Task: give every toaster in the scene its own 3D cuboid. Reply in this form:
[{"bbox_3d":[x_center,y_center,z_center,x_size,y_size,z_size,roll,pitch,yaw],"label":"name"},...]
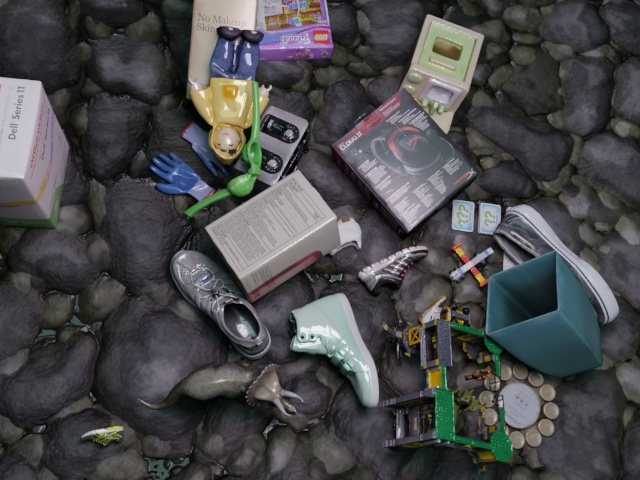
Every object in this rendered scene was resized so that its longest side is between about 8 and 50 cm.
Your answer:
[{"bbox_3d":[-0.104,-0.185,1.509,0.110,0.186,0.168,27,78,3],"label":"toaster"}]

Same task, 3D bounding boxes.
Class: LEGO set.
[{"bbox_3d":[0.391,0.023,1.578,0.182,0.060,0.244,9,71,-3],"label":"LEGO set"},{"bbox_3d":[0.247,0.316,1.425,0.254,0.192,0.331,10,65,-32],"label":"LEGO set"}]

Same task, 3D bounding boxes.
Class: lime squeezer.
[{"bbox_3d":[-0.163,-0.161,1.396,0.110,0.058,0.310,37,104,37],"label":"lime squeezer"}]

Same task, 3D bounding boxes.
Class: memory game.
[{"bbox_3d":[0.434,0.361,1.500,0.186,0.012,0.186,3,72,-9],"label":"memory game"}]

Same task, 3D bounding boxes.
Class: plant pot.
[{"bbox_3d":[0.488,0.178,1.454,0.234,0.165,0.165,43,41,-25],"label":"plant pot"}]

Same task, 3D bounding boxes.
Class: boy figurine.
[{"bbox_3d":[-0.197,-0.304,1.456,0.177,0.092,0.285,9,97,-13],"label":"boy figurine"}]

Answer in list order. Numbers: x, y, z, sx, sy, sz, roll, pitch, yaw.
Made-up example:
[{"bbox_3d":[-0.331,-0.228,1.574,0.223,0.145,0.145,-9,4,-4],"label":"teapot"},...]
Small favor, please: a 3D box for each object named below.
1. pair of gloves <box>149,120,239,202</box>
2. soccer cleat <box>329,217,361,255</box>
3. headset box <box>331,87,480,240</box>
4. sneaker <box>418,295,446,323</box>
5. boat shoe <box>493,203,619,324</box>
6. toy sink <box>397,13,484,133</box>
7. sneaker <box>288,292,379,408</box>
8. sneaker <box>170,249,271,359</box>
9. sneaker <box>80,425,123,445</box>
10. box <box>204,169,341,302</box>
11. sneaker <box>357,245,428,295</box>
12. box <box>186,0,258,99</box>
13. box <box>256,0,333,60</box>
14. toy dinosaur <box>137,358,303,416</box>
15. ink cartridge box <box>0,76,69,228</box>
[{"bbox_3d":[-0.283,-0.172,1.550,0.159,0.023,0.198,36,70,5],"label":"pair of gloves"},{"bbox_3d":[0.000,0.000,1.518,0.196,0.068,0.076,-10,77,-15],"label":"soccer cleat"},{"bbox_3d":[0.179,-0.184,1.561,0.218,0.110,0.293,-40,82,-6],"label":"headset box"},{"bbox_3d":[0.256,0.160,1.529,0.037,0.032,0.083,46,76,-8],"label":"sneaker"},{"bbox_3d":[0.517,0.075,1.546,0.119,0.121,0.335,-40,81,-20],"label":"boat shoe"},{"bbox_3d":[0.282,-0.399,1.654,0.152,0.131,0.234,21,71,-2],"label":"toy sink"},{"bbox_3d":[0.019,0.245,1.426,0.151,0.094,0.256,-14,65,-19],"label":"sneaker"},{"bbox_3d":[-0.199,0.119,1.420,0.281,0.115,0.105,44,71,6],"label":"sneaker"},{"bbox_3d":[-0.427,0.387,1.343,0.083,0.031,0.035,-10,75,-12],"label":"sneaker"},{"bbox_3d":[-0.094,-0.008,1.406,0.232,0.127,0.149,-32,63,-11],"label":"box"},{"bbox_3d":[0.171,0.070,1.525,0.170,0.063,0.075,-25,78,-11],"label":"sneaker"},{"bbox_3d":[-0.216,-0.463,1.533,0.147,0.121,0.311,4,100,-8],"label":"box"},{"bbox_3d":[-0.127,-0.540,1.671,0.293,0.057,0.201,-4,74,-10],"label":"box"},{"bbox_3d":[-0.197,0.279,1.347,0.313,0.160,0.121,7,71,-8],"label":"toy dinosaur"},{"bbox_3d":[-0.590,-0.174,1.324,0.119,0.353,0.207,4,72,-8],"label":"ink cartridge box"}]
